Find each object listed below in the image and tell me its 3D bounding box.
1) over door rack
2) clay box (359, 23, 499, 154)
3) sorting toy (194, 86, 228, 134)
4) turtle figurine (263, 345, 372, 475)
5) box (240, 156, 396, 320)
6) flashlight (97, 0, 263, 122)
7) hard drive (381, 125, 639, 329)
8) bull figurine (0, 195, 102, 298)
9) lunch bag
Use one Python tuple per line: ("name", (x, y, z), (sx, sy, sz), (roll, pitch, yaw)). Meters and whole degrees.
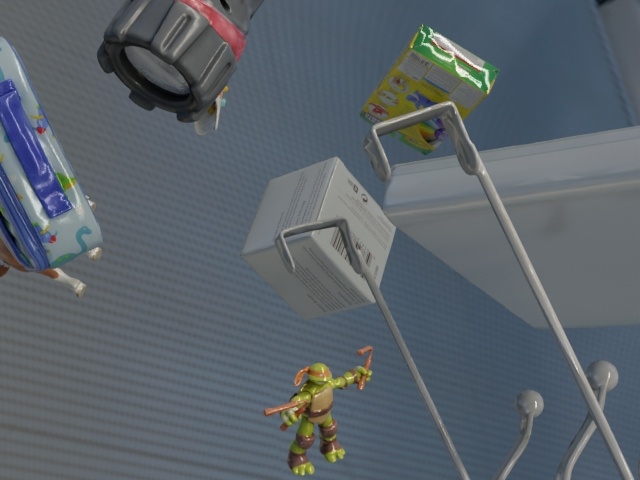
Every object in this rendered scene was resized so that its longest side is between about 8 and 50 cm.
("over door rack", (0.124, 0.075, 0.757), (0.108, 0.239, 0.324), (-33, 84, -23))
("clay box", (0.149, -0.209, 1.692), (0.127, 0.222, 0.053), (30, 65, -6))
("sorting toy", (-0.181, -0.209, 1.895), (0.045, 0.083, 0.075), (9, 77, -43))
("turtle figurine", (-0.016, 0.292, 2.017), (0.087, 0.217, 0.270), (24, 35, 32))
("box", (0.000, 0.000, 1.078), (0.101, 0.087, 0.102), (47, 43, -31))
("flashlight", (-0.060, -0.238, 0.950), (0.103, 0.103, 0.304), (45, 63, -30))
("hard drive", (0.250, -0.005, 0.777), (0.233, 0.353, 0.047), (34, 59, -43))
("bull figurine", (-0.432, -0.017, 1.786), (0.189, 0.310, 0.101), (21, 58, 14))
("lunch bag", (-0.289, -0.078, 1.112), (0.090, 0.176, 0.218), (-28, 103, -18))
